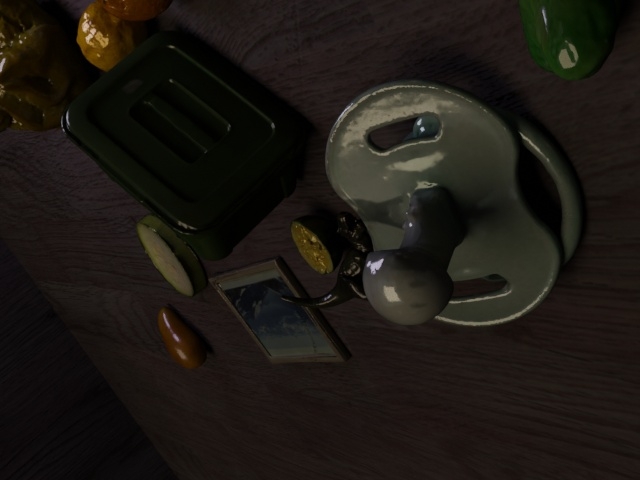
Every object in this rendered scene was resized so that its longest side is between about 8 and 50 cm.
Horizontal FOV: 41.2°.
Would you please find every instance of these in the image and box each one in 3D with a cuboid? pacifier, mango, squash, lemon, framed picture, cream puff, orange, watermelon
[{"bbox_3d":[0.138,-0.008,0.968,0.288,0.269,0.343,-15,119,33],"label":"pacifier"},{"bbox_3d":[-0.369,0.258,2.226,0.184,0.085,0.102,48,153,15],"label":"mango"},{"bbox_3d":[-0.347,0.036,1.970,0.219,0.041,0.219,41,154,25],"label":"squash"},{"bbox_3d":[-0.344,-0.337,1.406,0.114,0.114,0.155,50,152,-2],"label":"lemon"},{"bbox_3d":[-0.092,0.153,1.755,0.247,0.022,0.335,55,152,-11],"label":"framed picture"},{"bbox_3d":[-0.601,-0.313,1.643,0.274,0.270,0.323,20,147,29],"label":"cream puff"},{"bbox_3d":[-0.282,-0.386,1.251,0.135,0.117,0.135,41,150,30],"label":"orange"},{"bbox_3d":[0.000,0.000,1.380,0.105,0.062,0.105,45,159,23],"label":"watermelon"}]

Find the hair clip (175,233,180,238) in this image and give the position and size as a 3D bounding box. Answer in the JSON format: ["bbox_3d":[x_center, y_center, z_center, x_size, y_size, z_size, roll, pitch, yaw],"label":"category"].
[{"bbox_3d":[-0.264,-0.069,1.721,0.070,0.039,0.229,50,148,-2],"label":"hair clip"}]

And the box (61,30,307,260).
[{"bbox_3d":[-0.201,-0.142,1.322,0.329,0.253,0.178,40,164,19],"label":"box"}]

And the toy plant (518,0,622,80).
[{"bbox_3d":[0.181,-0.272,0.630,0.356,0.210,0.317,44,153,-18],"label":"toy plant"}]

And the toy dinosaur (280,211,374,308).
[{"bbox_3d":[0.031,0.026,1.324,0.179,0.087,0.187,15,118,31],"label":"toy dinosaur"}]
